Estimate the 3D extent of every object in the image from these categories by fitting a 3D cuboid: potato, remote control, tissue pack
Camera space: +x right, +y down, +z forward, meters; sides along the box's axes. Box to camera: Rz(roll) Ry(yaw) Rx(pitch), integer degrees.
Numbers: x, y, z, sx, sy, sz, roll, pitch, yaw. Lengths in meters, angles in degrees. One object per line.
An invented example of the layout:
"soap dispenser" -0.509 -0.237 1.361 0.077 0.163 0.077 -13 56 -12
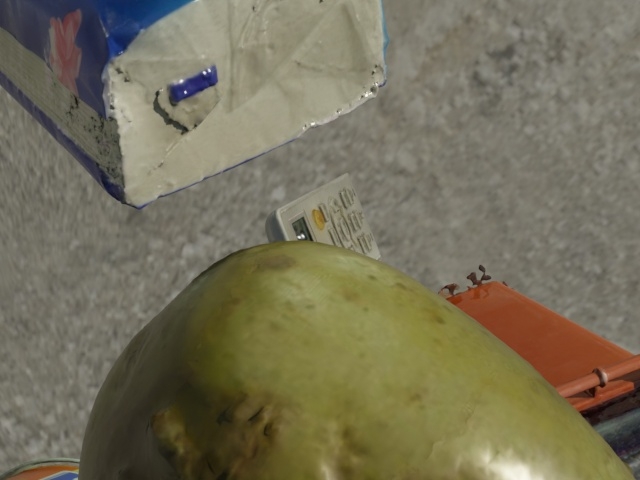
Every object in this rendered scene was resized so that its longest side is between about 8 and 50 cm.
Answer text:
"potato" 0.029 0.146 0.505 0.173 0.210 0.307 -36 101 -45
"remote control" 0.000 0.000 1.548 0.055 0.313 0.109 -20 94 18
"tissue pack" -0.111 -0.158 0.949 0.209 0.137 0.270 -27 41 -19

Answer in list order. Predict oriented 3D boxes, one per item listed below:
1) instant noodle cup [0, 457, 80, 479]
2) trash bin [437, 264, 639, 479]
"instant noodle cup" -0.270 0.343 1.218 0.296 0.214 0.296 0 89 21
"trash bin" 0.137 0.118 0.947 0.161 0.239 0.184 -19 120 -18
